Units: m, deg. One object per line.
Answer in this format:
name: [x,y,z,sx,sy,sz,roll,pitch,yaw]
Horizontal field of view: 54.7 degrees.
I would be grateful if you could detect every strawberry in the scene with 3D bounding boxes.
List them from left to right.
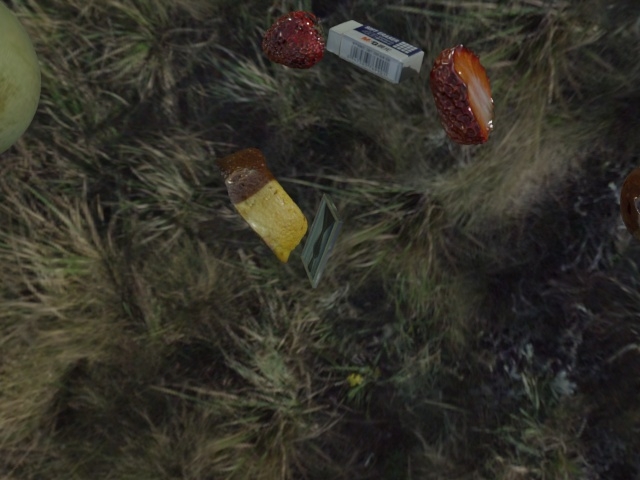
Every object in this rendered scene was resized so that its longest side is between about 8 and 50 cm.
strawberry: [-0.038,-0.289,0.892,0.096,0.083,0.083,-12,92,27]
strawberry: [0.393,-0.419,1.793,0.149,0.336,0.265,-6,63,31]

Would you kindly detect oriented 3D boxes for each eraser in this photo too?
eraser: [0.162,-0.575,1.872,0.278,0.124,0.081,33,138,24]

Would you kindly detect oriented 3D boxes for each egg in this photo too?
egg: [-0.457,-0.192,0.713,0.295,0.218,0.219,12,98,39]

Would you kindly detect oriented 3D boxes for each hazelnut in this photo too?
hazelnut: [0.513,-0.054,0.889,0.154,0.143,0.143,18,99,10]

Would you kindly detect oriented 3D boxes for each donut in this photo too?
donut: [-0.136,-0.105,1.346,0.112,0.151,0.295,-37,75,2]

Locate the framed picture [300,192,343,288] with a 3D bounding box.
framed picture: [0.000,0.000,1.587,0.015,0.150,0.203,10,119,-21]
